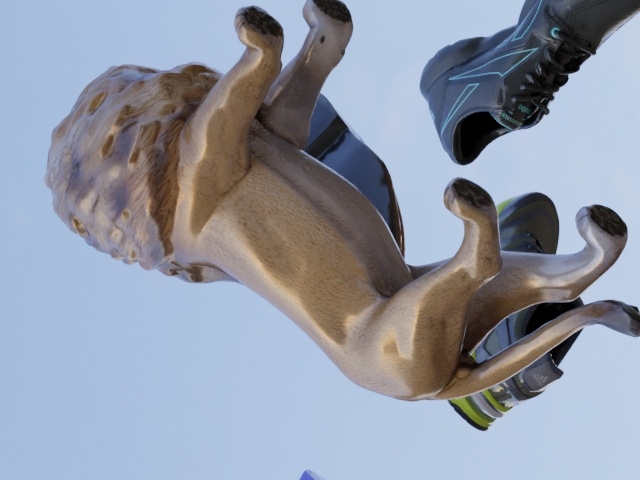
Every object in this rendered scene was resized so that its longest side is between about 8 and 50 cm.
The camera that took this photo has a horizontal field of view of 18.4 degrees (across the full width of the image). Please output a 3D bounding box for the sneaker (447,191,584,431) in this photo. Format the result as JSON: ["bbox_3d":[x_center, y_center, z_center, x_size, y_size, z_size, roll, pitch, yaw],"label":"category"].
[{"bbox_3d":[0.215,0.060,1.989,0.111,0.121,0.300,47,-141,-29],"label":"sneaker"}]

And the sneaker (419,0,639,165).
[{"bbox_3d":[0.204,-0.162,1.816,0.101,0.267,0.106,22,-131,-34],"label":"sneaker"}]

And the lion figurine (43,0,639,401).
[{"bbox_3d":[0.000,0.000,1.247,0.142,0.392,0.240,-27,-25,-54],"label":"lion figurine"}]

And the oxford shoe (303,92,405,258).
[{"bbox_3d":[0.028,-0.026,1.391,0.076,0.212,0.076,-38,-55,14],"label":"oxford shoe"}]

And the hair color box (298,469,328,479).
[{"bbox_3d":[0.086,0.387,1.902,0.339,0.110,0.185,33,-92,-12],"label":"hair color box"}]
